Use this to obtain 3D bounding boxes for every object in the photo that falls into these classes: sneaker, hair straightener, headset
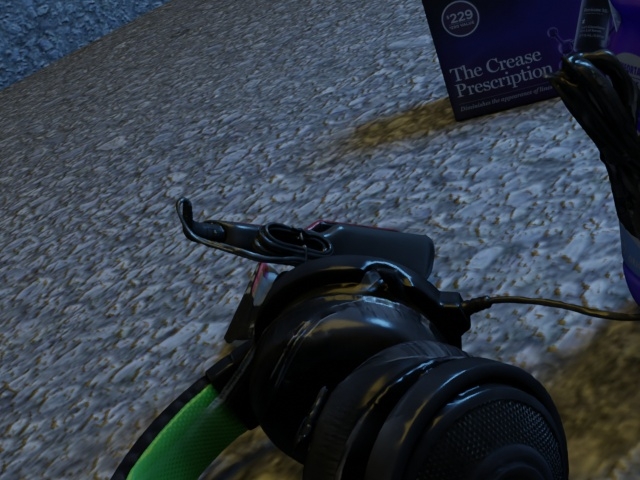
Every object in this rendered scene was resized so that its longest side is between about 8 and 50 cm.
[{"bbox_3d":[-0.019,0.065,0.709,0.072,0.077,0.178,-63,14,-2],"label":"sneaker"},{"bbox_3d":[0.000,0.000,0.690,0.230,0.047,0.089,13,0,-37],"label":"hair straightener"},{"bbox_3d":[0.029,0.074,0.506,0.394,0.185,0.243,-35,27,-3],"label":"headset"}]

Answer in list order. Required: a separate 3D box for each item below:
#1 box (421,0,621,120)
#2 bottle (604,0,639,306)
[{"bbox_3d":[0.246,-0.255,0.998,0.261,0.184,0.103,-13,26,16],"label":"box"},{"bbox_3d":[0.222,-0.080,0.549,0.092,0.283,0.118,-19,26,-11],"label":"bottle"}]
